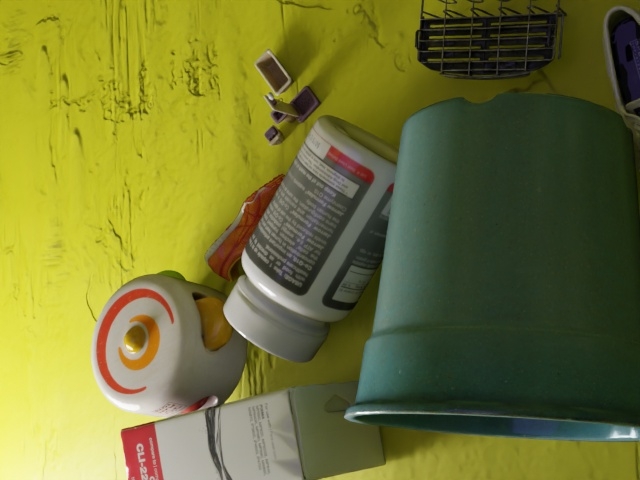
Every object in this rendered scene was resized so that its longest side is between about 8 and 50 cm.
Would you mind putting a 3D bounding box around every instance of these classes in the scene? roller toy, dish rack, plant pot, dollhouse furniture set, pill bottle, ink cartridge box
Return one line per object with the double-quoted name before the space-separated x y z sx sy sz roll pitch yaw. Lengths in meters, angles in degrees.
"roller toy" -0.210 0.146 1.556 0.209 0.146 0.191 24 91 38
"dish rack" 0.218 -0.329 1.390 0.208 0.074 0.271 5 90 34
"plant pot" 0.204 0.037 1.229 0.341 0.341 0.334 -5 74 32
"dollhouse furniture set" -0.079 -0.203 1.558 0.091 0.081 0.114 -44 64 21
"pill bottle" 0.000 0.000 1.441 0.161 0.161 0.283 38 106 29
"ink cartridge box" -0.083 0.261 1.447 0.273 0.197 0.114 -19 76 31

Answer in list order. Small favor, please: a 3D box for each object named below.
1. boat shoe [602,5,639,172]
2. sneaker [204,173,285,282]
"boat shoe" 0.369 -0.141 1.264 0.095 0.084 0.258 -29 71 27
"sneaker" -0.088 -0.018 1.569 0.067 0.064 0.175 40 113 8
